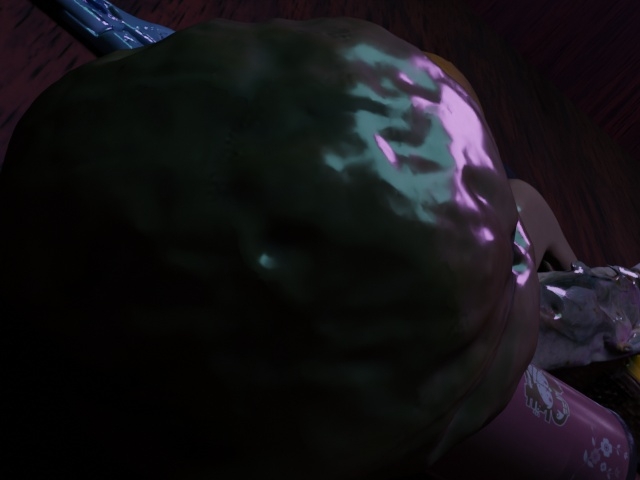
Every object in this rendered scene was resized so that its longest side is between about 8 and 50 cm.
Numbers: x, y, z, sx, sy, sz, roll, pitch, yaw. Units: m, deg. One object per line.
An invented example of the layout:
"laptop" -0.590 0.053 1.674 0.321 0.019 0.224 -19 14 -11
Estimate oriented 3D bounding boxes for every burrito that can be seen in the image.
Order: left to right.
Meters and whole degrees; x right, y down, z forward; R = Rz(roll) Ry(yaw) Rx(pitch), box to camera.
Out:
"burrito" 0.212 0.071 1.305 0.309 0.066 0.096 -7 84 -41

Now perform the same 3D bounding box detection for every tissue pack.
"tissue pack" 0.310 0.151 1.450 0.169 0.082 0.120 41 18 -7

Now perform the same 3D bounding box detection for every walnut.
"walnut" -0.029 0.015 0.720 0.273 0.273 0.227 9 76 -62

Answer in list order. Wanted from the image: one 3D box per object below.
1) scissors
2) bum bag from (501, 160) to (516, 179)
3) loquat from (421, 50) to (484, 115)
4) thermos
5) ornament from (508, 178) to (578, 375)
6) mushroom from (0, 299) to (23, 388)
"scissors" -0.184 -0.186 1.213 0.393 0.032 0.180 38 18 -19
"bum bag" 0.142 -0.104 1.705 0.248 0.060 0.123 29 22 -35
"loquat" 0.092 -0.093 1.424 0.172 0.149 0.204 -45 112 -78
"thermos" 0.079 0.092 1.000 0.330 0.109 0.136 31 63 -34
"ornament" 0.157 0.027 1.356 0.245 0.061 0.230 57 41 -18
"mushroom" -0.210 -0.013 0.733 0.202 0.054 0.059 53 25 8
